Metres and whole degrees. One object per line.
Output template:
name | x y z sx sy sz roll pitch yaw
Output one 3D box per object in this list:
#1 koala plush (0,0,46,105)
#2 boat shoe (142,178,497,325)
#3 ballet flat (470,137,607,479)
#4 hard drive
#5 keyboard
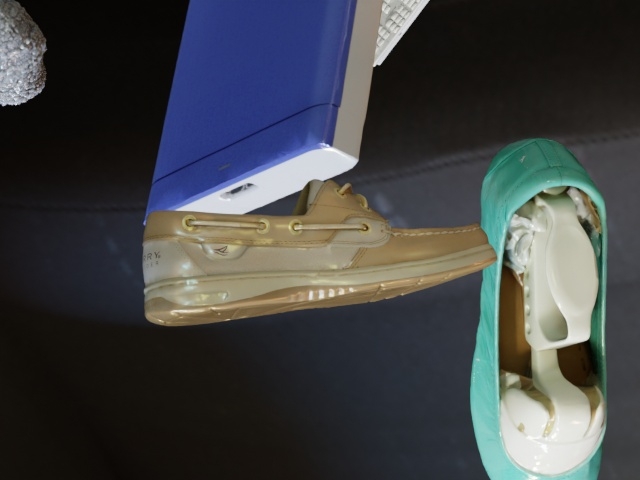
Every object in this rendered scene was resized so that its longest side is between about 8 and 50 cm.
koala plush | -0.375 -0.135 1.436 0.221 0.203 0.196 -50 129 -21
boat shoe | 0.000 0.000 0.735 0.170 0.063 0.059 -6 81 -20
ballet flat | 0.133 0.065 0.939 0.083 0.087 0.247 -6 104 -6
hard drive | -0.030 -0.174 1.149 0.040 0.210 0.318 25 61 -32
keyboard | 0.127 -0.330 1.968 0.014 0.072 0.256 29 104 -41
